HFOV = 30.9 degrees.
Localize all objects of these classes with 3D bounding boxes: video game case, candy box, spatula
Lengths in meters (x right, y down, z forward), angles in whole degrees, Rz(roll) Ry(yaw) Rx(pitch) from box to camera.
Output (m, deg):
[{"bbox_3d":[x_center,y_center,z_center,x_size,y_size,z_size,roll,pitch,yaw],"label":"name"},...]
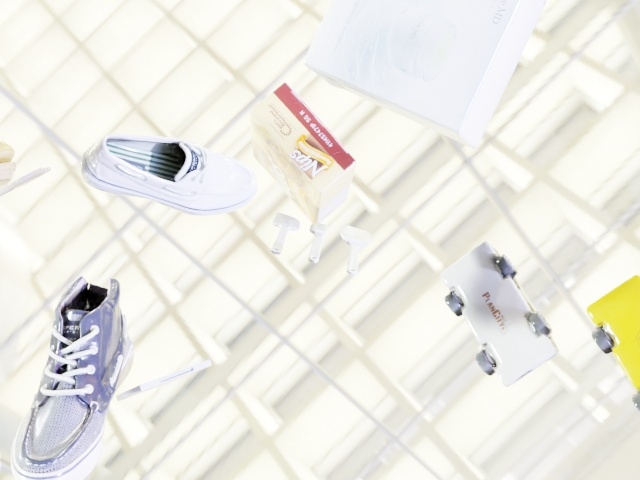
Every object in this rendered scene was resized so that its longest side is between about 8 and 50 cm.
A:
[{"bbox_3d":[-0.230,0.206,1.702,0.087,0.122,0.011,-27,-98,53],"label":"video game case"},{"bbox_3d":[-0.034,-0.143,2.030,0.087,0.316,0.183,-40,-96,-7],"label":"candy box"},{"bbox_3d":[0.000,0.000,1.856,0.242,0.168,0.019,-80,-174,-75],"label":"spatula"}]

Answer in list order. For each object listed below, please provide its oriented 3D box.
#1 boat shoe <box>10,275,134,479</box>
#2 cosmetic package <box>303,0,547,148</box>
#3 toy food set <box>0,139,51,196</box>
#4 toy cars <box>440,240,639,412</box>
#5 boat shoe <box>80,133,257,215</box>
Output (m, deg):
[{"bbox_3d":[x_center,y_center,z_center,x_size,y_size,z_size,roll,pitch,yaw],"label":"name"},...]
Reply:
[{"bbox_3d":[-0.350,0.186,1.606,0.127,0.158,0.340,1,-149,5],"label":"boat shoe"},{"bbox_3d":[0.136,-0.268,1.462,0.224,0.138,0.224,26,-86,16],"label":"cosmetic package"},{"bbox_3d":[-0.323,-0.051,1.015,0.132,0.038,0.192,-25,-178,6],"label":"toy food set"},{"bbox_3d":[0.322,0.121,1.443,0.393,0.087,0.176,14,-100,35],"label":"toy cars"},{"bbox_3d":[-0.168,-0.080,1.382,0.076,0.226,0.083,-36,-122,53],"label":"boat shoe"}]
